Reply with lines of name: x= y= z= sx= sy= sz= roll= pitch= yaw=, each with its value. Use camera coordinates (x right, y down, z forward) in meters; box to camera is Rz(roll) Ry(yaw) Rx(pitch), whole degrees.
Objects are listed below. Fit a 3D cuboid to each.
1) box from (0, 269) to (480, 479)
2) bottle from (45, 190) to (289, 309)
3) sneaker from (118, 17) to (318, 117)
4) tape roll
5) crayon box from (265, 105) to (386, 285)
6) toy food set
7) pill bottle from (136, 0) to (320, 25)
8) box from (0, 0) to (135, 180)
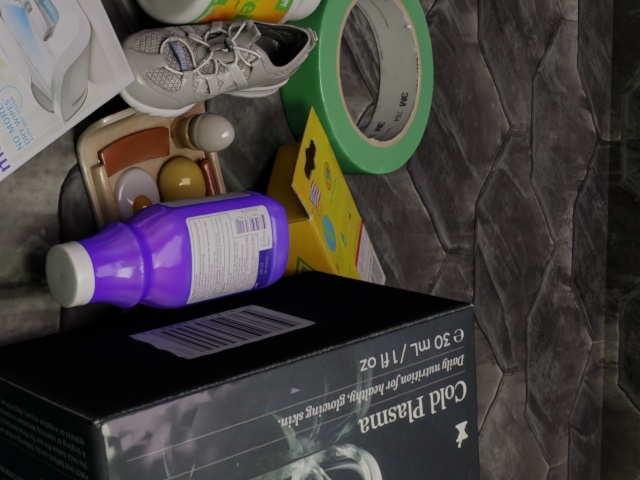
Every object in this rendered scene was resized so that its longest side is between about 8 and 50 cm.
box: x=-0.081 y=0.318 z=1.128 sx=0.480 sy=0.297 sz=0.471 roll=-13 pitch=105 yaw=-39
bottle: x=-0.163 y=0.016 z=1.142 sx=0.283 sy=0.092 sz=0.118 roll=-12 pitch=109 yaw=-42
sneaker: x=-0.121 y=-0.218 z=1.177 sx=0.281 sy=0.115 sz=0.105 roll=-21 pitch=84 yaw=-48
tape roll: x=0.062 y=-0.259 z=1.560 sx=0.321 sy=0.077 sz=0.321 roll=-4 pitch=95 yaw=-55
crayon box: x=0.000 y=0.000 z=1.428 sx=0.202 sy=0.081 sz=0.318 roll=-79 pitch=151 yaw=-52
toy food set: x=-0.158 y=-0.033 z=1.252 sx=0.220 sy=0.092 sz=0.306 roll=-35 pitch=120 yaw=-48
pill bottle: x=-0.104 y=-0.329 z=1.269 sx=0.246 sy=0.136 sz=0.136 roll=-11 pitch=101 yaw=-54
box: x=-0.336 y=-0.209 z=0.965 sx=0.231 sy=0.127 sz=0.261 roll=-49 pitch=128 yaw=-43
